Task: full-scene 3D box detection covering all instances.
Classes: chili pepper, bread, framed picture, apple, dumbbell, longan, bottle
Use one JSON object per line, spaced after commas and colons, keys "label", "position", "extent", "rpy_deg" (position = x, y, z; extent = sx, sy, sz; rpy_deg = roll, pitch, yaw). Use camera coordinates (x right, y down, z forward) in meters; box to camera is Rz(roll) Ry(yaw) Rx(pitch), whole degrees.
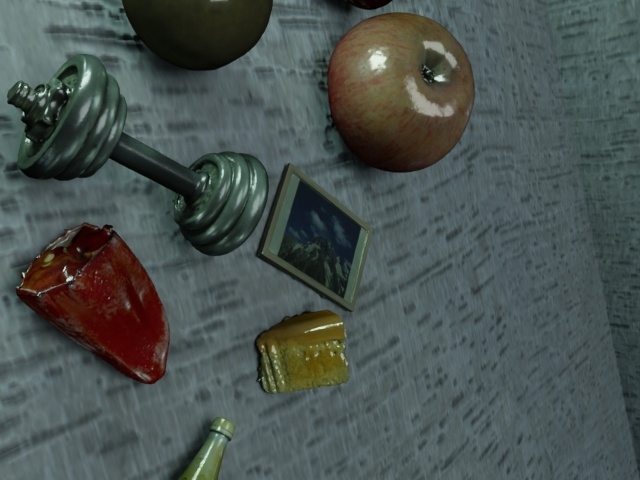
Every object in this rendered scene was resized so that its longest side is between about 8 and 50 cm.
{"label": "chili pepper", "position": [-0.290, 0.098, 0.851], "extent": [0.252, 0.136, 0.144], "rpy_deg": [60, 2, -36]}
{"label": "bread", "position": [-0.030, 0.208, 1.139], "extent": [0.160, 0.169, 0.140], "rpy_deg": [-44, 126, -87]}
{"label": "framed picture", "position": [0.000, 0.000, 1.223], "extent": [0.281, 0.019, 0.209], "rpy_deg": [34, 61, -39]}
{"label": "apple", "position": [0.177, -0.318, 1.276], "extent": [0.345, 0.269, 0.344], "rpy_deg": [7, 80, -45]}
{"label": "dumbbell", "position": [-0.241, -0.109, 0.865], "extent": [0.406, 0.179, 0.179], "rpy_deg": [28, 65, -41]}
{"label": "longan", "position": [-0.186, -0.389, 0.937], "extent": [0.248, 0.248, 0.248], "rpy_deg": [9, 78, -46]}
{"label": "bottle", "position": [-0.198, 0.397, 0.906], "extent": [0.083, 0.083, 0.269], "rpy_deg": [47, 53, -32]}

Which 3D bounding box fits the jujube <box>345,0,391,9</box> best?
{"label": "jujube", "position": [0.057, -0.634, 1.246], "extent": [0.318, 0.223, 0.223], "rpy_deg": [40, 57, -41]}
